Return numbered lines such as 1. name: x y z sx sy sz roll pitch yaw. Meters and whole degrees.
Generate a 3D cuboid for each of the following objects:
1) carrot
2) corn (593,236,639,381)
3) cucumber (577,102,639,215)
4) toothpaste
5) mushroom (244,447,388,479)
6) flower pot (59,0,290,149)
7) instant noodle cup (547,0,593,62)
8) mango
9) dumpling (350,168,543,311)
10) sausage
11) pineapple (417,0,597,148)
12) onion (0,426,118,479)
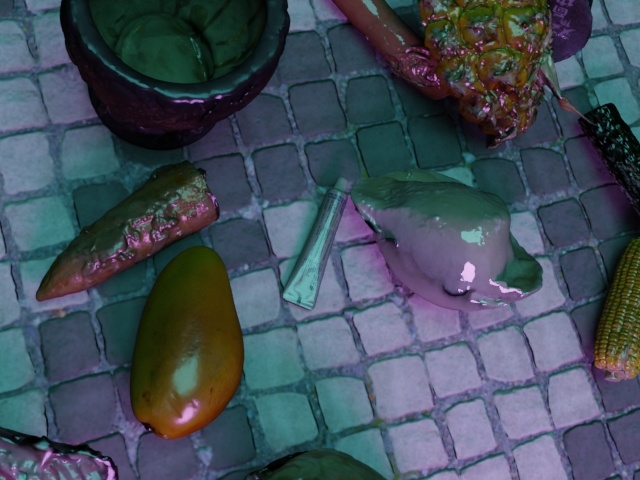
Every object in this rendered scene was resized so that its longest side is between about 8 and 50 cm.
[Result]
1. carrot: -0.253 -0.001 1.202 0.263 0.102 0.102 -35 87 -14
2. corn: 0.459 0.101 1.376 0.080 0.080 0.238 28 67 -7
3. cucumber: 0.491 -0.079 1.415 0.067 0.067 0.293 -21 71 -20
4. toothpaste: 0.000 0.000 1.299 0.048 0.029 0.197 22 74 -7
5. mushroom: 0.047 0.398 1.107 0.247 0.130 0.344 -22 84 -58
6. flower pot: -0.192 -0.246 1.181 0.266 0.267 0.267 3 77 -15
7. instant noodle cup: 0.328 -0.410 1.408 0.217 0.217 0.207 29 63 -7
8. mango: -0.162 0.126 1.177 0.138 0.113 0.253 11 66 -9
9. dumpling: 0.188 -0.022 1.301 0.243 0.175 0.227 55 39 -11
10. sausage: 0.088 -0.327 1.384 0.304 0.078 0.078 46 69 -2
11. pineapple: 0.254 -0.253 1.313 0.334 0.158 0.161 62 34 -24
12. onion: -0.409 0.324 1.048 0.314 0.146 0.280 21 85 -19
